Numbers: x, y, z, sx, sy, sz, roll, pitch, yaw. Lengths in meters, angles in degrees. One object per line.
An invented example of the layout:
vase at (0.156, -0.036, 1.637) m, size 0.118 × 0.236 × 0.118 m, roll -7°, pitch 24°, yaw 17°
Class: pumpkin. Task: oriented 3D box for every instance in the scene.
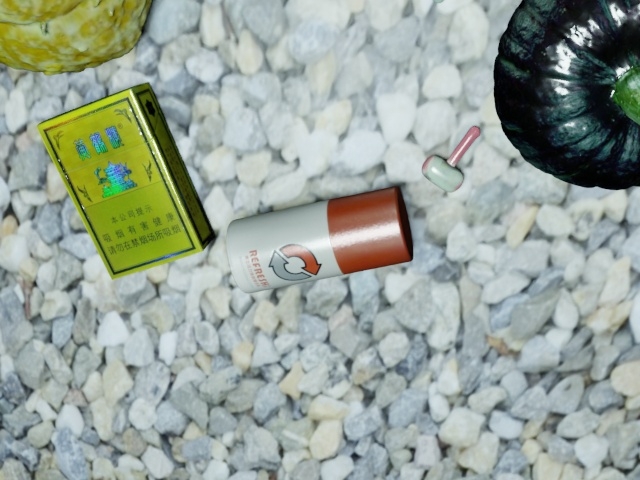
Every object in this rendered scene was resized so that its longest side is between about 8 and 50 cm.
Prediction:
pumpkin at (0.295, -0.155, 0.644) m, size 0.247 × 0.248 × 0.248 m, roll 3°, pitch 111°, yaw 9°

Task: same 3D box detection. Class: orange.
orange at (-0.327, -0.355, 0.704) m, size 0.270 × 0.210 × 0.369 m, roll 1°, pitch 113°, yaw 7°

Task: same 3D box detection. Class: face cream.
face cream at (0.000, 0.000, 0.834) m, size 0.214 × 0.096 × 0.096 m, roll -12°, pitch 108°, yaw 13°

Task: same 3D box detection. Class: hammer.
hammer at (0.161, -0.100, 0.806) m, size 0.052 × 0.031 × 0.083 m, roll 33°, pitch 106°, yaw -7°

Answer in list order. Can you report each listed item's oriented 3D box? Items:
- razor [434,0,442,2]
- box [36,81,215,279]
razor at (0.176, -0.336, 0.710) m, size 0.068 × 0.037 × 0.191 m, roll 34°, pitch 112°, yaw -5°
box at (-0.245, -0.073, 0.867) m, size 0.140 × 0.064 × 0.220 m, roll -17°, pitch 108°, yaw 16°
